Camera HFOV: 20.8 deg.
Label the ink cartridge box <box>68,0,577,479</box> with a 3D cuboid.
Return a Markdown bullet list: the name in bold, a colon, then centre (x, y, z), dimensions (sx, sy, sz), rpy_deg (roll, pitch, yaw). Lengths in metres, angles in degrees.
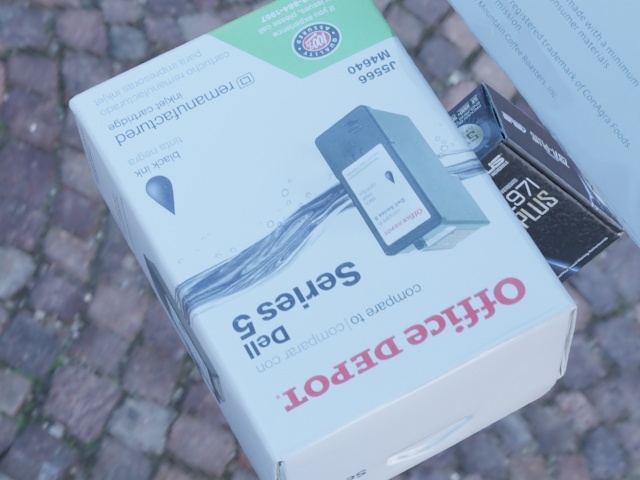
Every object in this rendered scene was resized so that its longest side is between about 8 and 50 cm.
- **ink cartridge box**: centre (0.000, 0.000, 1.057), dimensions (0.198, 0.115, 0.273), rpy_deg (-27, 65, -11)

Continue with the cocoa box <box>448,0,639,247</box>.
- **cocoa box**: centre (0.274, -0.130, 1.039), dimensions (0.347, 0.231, 0.228), rpy_deg (52, 34, 1)

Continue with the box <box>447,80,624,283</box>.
- **box**: centre (0.117, -0.010, 1.361), dimensions (0.147, 0.180, 0.077), rpy_deg (35, 26, -32)
